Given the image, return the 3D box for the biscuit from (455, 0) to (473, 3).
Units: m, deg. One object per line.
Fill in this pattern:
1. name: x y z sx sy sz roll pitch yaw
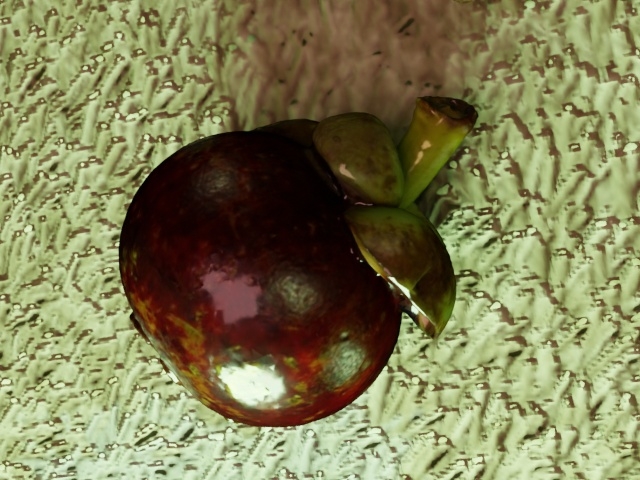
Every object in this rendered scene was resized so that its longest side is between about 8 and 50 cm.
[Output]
1. biscuit: 0.036 -0.246 0.696 0.250 0.030 0.160 47 117 8

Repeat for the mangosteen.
1. mangosteen: -0.004 0.007 0.736 0.156 0.181 0.146 53 162 23
